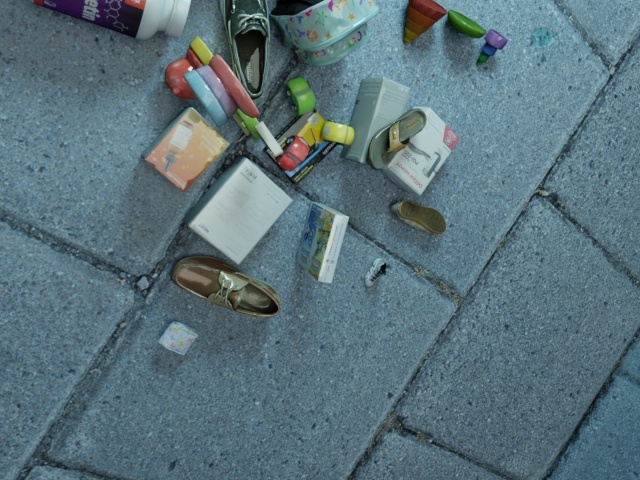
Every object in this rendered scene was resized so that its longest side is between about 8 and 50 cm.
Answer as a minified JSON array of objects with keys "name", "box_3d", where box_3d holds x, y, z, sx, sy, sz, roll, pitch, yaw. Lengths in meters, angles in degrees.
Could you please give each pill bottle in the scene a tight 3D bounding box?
[{"name":"pill bottle","box_3d":[-0.449,-0.547,1.106,0.323,0.181,0.181,11,100,-26]}]

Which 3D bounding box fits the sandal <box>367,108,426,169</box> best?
[{"name":"sandal","box_3d":[0.215,-0.277,1.409,0.219,0.060,0.090,-38,118,-13]}]

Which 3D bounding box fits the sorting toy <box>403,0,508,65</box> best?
[{"name":"sorting toy","box_3d":[0.382,-0.599,1.529,0.366,0.127,0.126,10,130,-29]}]

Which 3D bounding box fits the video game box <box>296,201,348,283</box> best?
[{"name":"video game box","box_3d":[0.000,0.000,1.452,0.048,0.205,0.187,8,100,-22]}]

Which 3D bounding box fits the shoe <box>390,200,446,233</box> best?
[{"name":"shoe","box_3d":[0.314,-0.076,1.659,0.219,0.058,0.076,21,75,-31]}]

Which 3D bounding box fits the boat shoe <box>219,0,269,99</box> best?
[{"name":"boat shoe","box_3d":[-0.169,-0.514,1.276,0.121,0.119,0.335,-13,108,-20]}]

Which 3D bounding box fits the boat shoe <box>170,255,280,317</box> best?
[{"name":"boat shoe","box_3d":[-0.246,0.131,1.426,0.325,0.116,0.123,19,96,-27]}]

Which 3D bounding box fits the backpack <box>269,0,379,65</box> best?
[{"name":"backpack","box_3d":[0.018,-0.545,1.276,0.225,0.253,0.191,-36,116,-12]}]

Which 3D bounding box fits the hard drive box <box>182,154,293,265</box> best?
[{"name":"hard drive box","box_3d":[-0.220,-0.082,1.393,0.181,0.089,0.232,43,85,-27]}]

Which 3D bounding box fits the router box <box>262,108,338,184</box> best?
[{"name":"router box","box_3d":[-0.051,-0.263,1.442,0.179,0.046,0.133,-46,116,-6]}]

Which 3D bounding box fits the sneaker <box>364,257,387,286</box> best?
[{"name":"sneaker","box_3d":[0.179,0.108,1.637,0.038,0.069,0.098,20,95,-27]}]

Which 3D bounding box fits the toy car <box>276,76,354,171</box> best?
[{"name":"toy car","box_3d":[-0.029,-0.321,1.379,0.239,0.053,0.224,-26,112,-15]}]

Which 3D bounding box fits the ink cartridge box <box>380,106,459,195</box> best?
[{"name":"ink cartridge box","box_3d":[0.290,-0.269,1.569,0.159,0.092,0.217,36,90,-28]}]

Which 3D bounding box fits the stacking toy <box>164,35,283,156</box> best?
[{"name":"stacking toy","box_3d":[-0.240,-0.307,1.224,0.130,0.309,0.279,-36,126,-3]}]

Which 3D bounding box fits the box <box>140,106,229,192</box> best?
[{"name":"box","box_3d":[-0.338,-0.227,1.299,0.130,0.091,0.170,43,85,-28]}]

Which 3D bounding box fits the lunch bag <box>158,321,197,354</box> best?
[{"name":"lunch bag","box_3d":[-0.395,0.265,1.435,0.083,0.053,0.071,33,92,-38]}]

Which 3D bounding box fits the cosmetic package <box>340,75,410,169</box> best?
[{"name":"cosmetic package","box_3d":[0.153,-0.329,1.471,0.107,0.127,0.237,14,97,-29]}]
